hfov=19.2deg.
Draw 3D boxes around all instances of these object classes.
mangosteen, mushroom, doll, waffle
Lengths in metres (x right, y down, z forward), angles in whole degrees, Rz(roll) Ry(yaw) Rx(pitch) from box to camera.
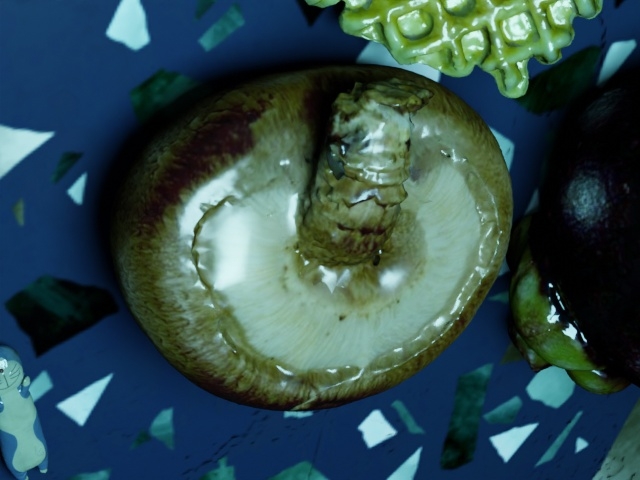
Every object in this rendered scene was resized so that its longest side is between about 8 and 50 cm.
[{"bbox_3d":[0.269,0.012,1.453,0.233,0.287,0.288,27,107,3],"label":"mangosteen"},{"bbox_3d":[-0.004,-0.012,1.331,0.297,0.163,0.278,-4,128,-27],"label":"mushroom"},{"bbox_3d":[-0.223,0.127,1.373,0.037,0.027,0.125,-28,128,-21],"label":"doll"},{"bbox_3d":[0.114,-0.219,1.308,0.204,0.054,0.223,21,106,-11],"label":"waffle"}]
